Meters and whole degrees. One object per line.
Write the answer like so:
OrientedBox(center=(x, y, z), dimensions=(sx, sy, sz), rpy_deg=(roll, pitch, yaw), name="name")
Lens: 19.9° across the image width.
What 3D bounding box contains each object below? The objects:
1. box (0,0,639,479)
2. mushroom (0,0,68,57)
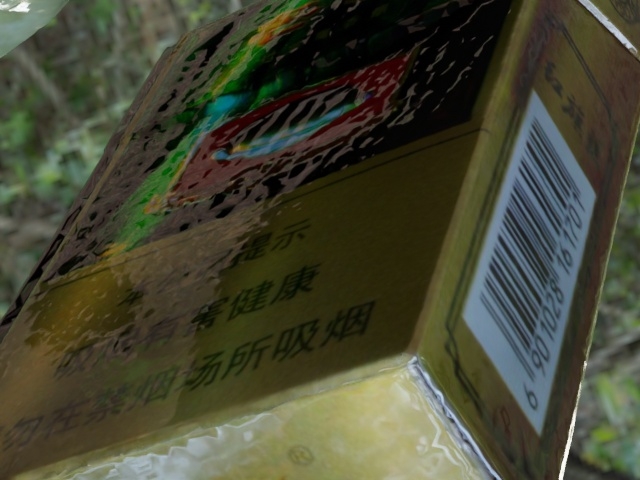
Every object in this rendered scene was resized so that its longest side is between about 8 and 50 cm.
OrientedBox(center=(0.000, 0.000, 0.503), dimensions=(0.159, 0.071, 0.240), rpy_deg=(-23, -153, 29), name="box")
OrientedBox(center=(-0.107, -0.095, 0.471), dimensions=(0.087, 0.107, 0.333), rpy_deg=(-25, -160, 23), name="mushroom")
